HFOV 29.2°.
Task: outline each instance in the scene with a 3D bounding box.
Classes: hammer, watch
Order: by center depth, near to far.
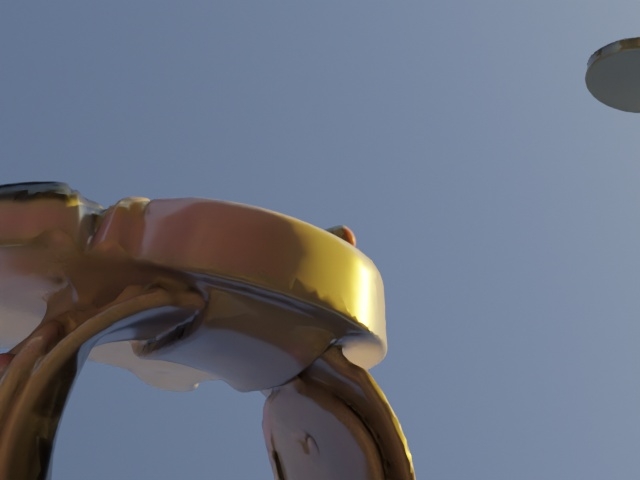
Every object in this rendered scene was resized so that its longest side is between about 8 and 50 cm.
[{"bbox_3d":[-0.092,0.106,0.557,0.244,0.196,0.231,17,-112,-21],"label":"watch"},{"bbox_3d":[0.000,0.000,1.209,0.083,0.052,0.031,20,-130,-67],"label":"hammer"}]

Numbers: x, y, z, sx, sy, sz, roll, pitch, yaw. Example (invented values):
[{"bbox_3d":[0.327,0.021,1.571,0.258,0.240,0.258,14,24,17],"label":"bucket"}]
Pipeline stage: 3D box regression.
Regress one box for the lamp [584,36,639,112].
[{"bbox_3d":[0.210,-0.083,0.505,0.050,0.198,0.056,54,-140,-59],"label":"lamp"}]
